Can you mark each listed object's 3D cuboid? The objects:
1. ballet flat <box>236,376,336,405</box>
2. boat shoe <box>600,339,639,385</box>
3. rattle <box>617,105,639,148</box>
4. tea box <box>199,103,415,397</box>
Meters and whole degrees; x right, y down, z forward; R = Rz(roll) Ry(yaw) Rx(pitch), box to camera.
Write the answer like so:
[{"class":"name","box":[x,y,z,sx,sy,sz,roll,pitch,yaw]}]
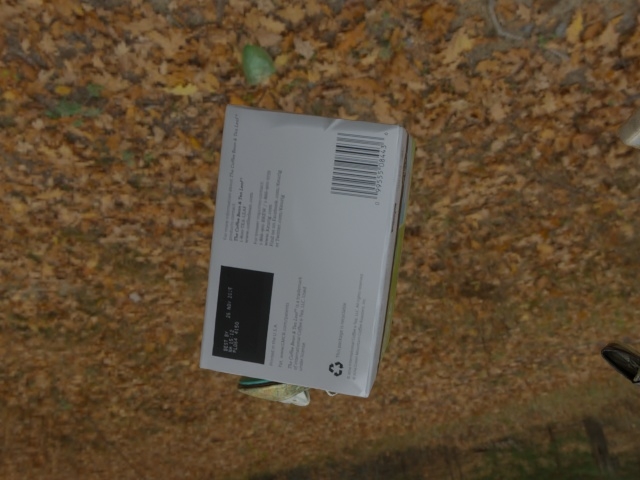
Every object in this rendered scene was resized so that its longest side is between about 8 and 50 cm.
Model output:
[{"class":"ballet flat","box":[-0.017,0.321,1.583,0.348,0.123,0.123,-19,160,-14]},{"class":"boat shoe","box":[0.543,0.224,1.139,0.049,0.152,0.056,-12,121,-41]},{"class":"rattle","box":[0.440,-0.131,0.731,0.130,0.142,0.200,21,140,-34]},{"class":"tea box","box":[0.000,0.000,0.942,0.220,0.329,0.323,8,-173,9]}]
